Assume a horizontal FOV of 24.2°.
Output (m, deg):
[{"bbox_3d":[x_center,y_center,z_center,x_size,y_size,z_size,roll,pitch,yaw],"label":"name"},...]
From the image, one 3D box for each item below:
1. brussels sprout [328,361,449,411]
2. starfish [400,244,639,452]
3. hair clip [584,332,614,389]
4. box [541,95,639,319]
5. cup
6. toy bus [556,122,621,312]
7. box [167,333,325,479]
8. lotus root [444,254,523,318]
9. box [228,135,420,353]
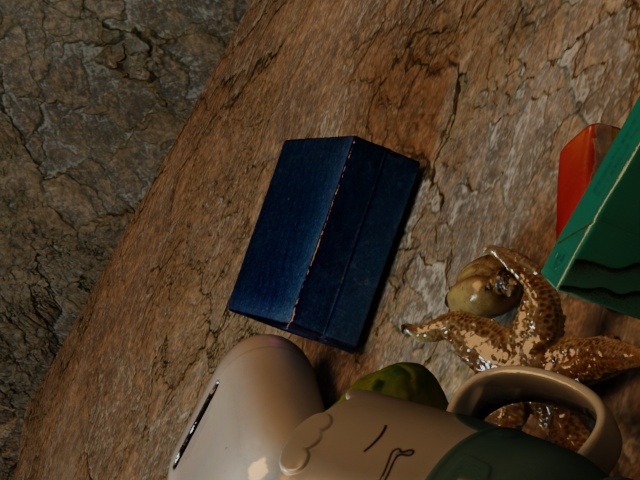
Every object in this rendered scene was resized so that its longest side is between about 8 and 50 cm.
[{"bbox_3d":[0.072,0.219,1.462,0.223,0.161,0.223,9,-90,-79],"label":"brussels sprout"},{"bbox_3d":[0.184,0.124,1.346,0.277,0.062,0.236,5,90,42],"label":"starfish"},{"bbox_3d":[0.228,0.114,1.387,0.137,0.022,0.054,-12,59,58],"label":"hair clip"},{"bbox_3d":[0.293,-0.040,1.157,0.226,0.161,0.042,-63,24,17],"label":"box"},{"bbox_3d":[0.126,0.227,1.217,0.257,0.219,0.290,10,53,43],"label":"cup"},{"bbox_3d":[0.259,-0.024,1.366,0.079,0.077,0.174,-45,29,51],"label":"toy bus"},{"bbox_3d":[-0.091,0.299,1.900,0.289,0.141,0.349,-63,19,20],"label":"box"},{"bbox_3d":[0.174,0.050,1.548,0.072,0.063,0.152,-46,5,-17],"label":"lotus root"},{"bbox_3d":[0.000,0.000,2.000,0.261,0.116,0.279,-70,18,-4],"label":"box"}]
